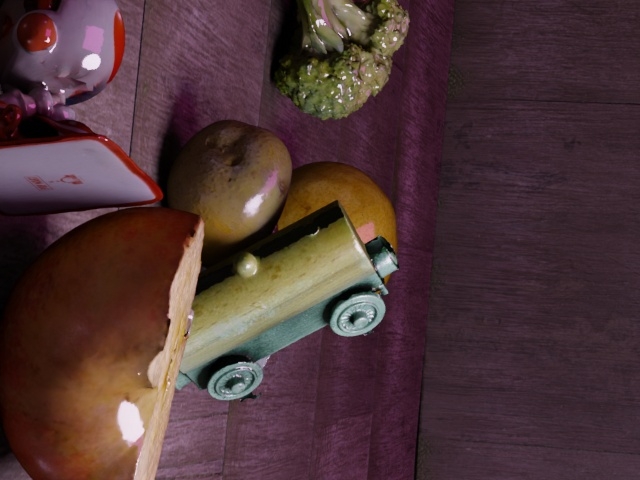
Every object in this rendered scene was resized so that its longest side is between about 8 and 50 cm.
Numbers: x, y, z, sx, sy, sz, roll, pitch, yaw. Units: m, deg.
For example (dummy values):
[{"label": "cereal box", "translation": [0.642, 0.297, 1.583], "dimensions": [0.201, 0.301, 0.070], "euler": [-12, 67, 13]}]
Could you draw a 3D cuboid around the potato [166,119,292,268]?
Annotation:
[{"label": "potato", "translation": [-0.103, -0.043, 2.071], "dimensions": [0.194, 0.157, 0.157], "euler": [85, 16, -50]}]

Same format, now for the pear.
[{"label": "pear", "translation": [0.000, 0.000, 2.419], "dimensions": [0.209, 0.209, 0.208], "euler": [5, 90, -77]}]

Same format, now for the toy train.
[{"label": "toy train", "translation": [-0.064, 0.059, 2.048], "dimensions": [0.189, 0.307, 0.126], "euler": [58, 6, -42]}]

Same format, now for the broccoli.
[{"label": "broccoli", "translation": [0.035, -0.335, 2.474], "dimensions": [0.254, 0.186, 0.302], "euler": [-47, 145, -59]}]

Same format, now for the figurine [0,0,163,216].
[{"label": "figurine", "translation": [-0.231, -0.157, 1.540], "dimensions": [0.183, 0.160, 0.226], "euler": [55, 33, -71]}]

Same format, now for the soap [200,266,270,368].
[{"label": "soap", "translation": [-0.105, 0.076, 2.277], "dimensions": [0.198, 0.063, 0.114], "euler": [67, 32, -62]}]

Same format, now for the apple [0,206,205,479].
[{"label": "apple", "translation": [-0.210, 0.101, 1.633], "dimensions": [0.251, 0.163, 0.293], "euler": [-79, -178, -68]}]
